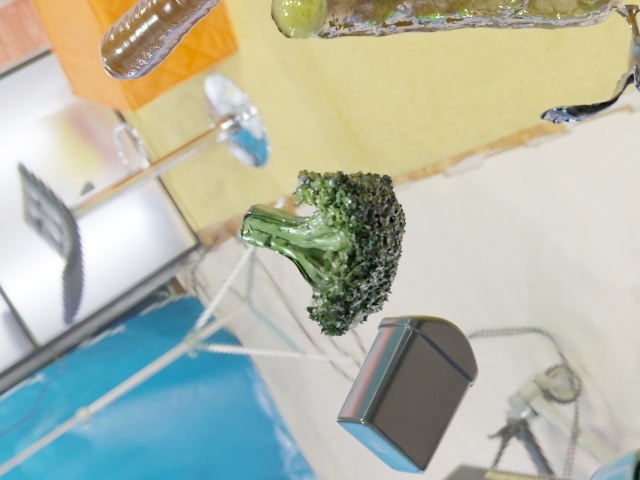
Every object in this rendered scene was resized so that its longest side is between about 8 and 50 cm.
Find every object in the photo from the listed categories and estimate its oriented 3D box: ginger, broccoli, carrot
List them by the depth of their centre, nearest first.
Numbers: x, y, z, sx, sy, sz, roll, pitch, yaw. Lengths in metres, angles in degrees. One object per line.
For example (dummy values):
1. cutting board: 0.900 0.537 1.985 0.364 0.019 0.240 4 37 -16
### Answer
1. carrot: -0.090 -0.181 0.782 0.216 0.048 0.048 -30 94 35
2. ginger: 0.104 -0.198 0.857 0.118 0.299 0.065 -152 57 -74
3. broccoli: 0.000 0.000 1.213 0.194 0.194 0.219 40 150 29

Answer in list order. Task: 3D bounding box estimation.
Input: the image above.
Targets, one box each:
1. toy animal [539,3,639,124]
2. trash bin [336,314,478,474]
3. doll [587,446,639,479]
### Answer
1. toy animal: 0.391 -0.214 1.320 0.273 0.160 0.197 -4 163 25
2. trash bin: 0.145 0.230 1.697 0.177 0.236 0.101 44 151 -28
3. doll: 0.375 0.285 1.043 0.314 0.141 0.177 -17 63 34
